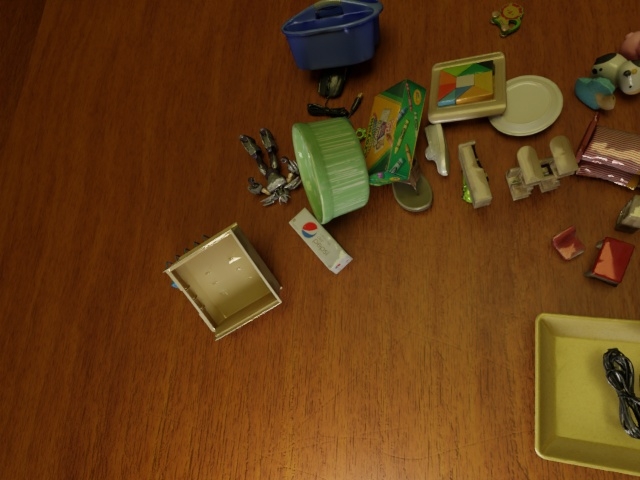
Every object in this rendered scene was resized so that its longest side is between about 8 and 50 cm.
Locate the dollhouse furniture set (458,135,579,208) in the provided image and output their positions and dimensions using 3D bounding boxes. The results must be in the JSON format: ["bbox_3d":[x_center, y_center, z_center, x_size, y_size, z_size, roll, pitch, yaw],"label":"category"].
[{"bbox_3d":[0.504,-0.201,1.149,0.242,0.212,0.160,-16,80,15],"label":"dollhouse furniture set"}]

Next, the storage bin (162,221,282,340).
[{"bbox_3d":[-0.293,0.124,1.328,0.261,0.123,0.262,-31,104,8],"label":"storage bin"}]

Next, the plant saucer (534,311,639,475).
[{"bbox_3d":[0.675,0.349,1.013,0.333,0.081,0.332,2,75,21],"label":"plant saucer"}]

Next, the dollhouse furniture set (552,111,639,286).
[{"bbox_3d":[0.709,-0.100,1.093,0.202,0.152,0.373,22,83,24],"label":"dollhouse furniture set"}]

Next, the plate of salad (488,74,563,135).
[{"bbox_3d":[0.591,-0.389,1.276,0.200,0.048,0.199,-8,70,23],"label":"plate of salad"}]

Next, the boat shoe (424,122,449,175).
[{"bbox_3d":[0.347,-0.274,1.325,0.063,0.066,0.184,-14,71,26],"label":"boat shoe"}]

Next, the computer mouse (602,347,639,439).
[{"bbox_3d":[0.764,0.303,0.919,0.273,0.072,0.188,-18,71,27],"label":"computer mouse"}]

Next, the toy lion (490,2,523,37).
[{"bbox_3d":[0.595,-0.700,1.381,0.096,0.034,0.100,-22,68,4],"label":"toy lion"}]

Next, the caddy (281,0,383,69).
[{"bbox_3d":[0.042,-0.702,1.450,0.342,0.179,0.241,0,45,19],"label":"caddy"}]

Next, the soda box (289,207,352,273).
[{"bbox_3d":[0.000,0.000,1.363,0.074,0.069,0.216,-43,66,4],"label":"soda box"}]

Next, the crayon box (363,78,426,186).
[{"bbox_3d":[0.208,-0.310,1.296,0.165,0.081,0.278,-2,74,65],"label":"crayon box"}]

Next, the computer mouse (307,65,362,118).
[{"bbox_3d":[0.068,-0.540,1.502,0.184,0.060,0.261,23,83,25],"label":"computer mouse"}]

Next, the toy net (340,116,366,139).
[{"bbox_3d":[0.046,-0.295,1.452,0.122,0.045,0.232,36,91,2],"label":"toy net"}]

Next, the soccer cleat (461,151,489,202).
[{"bbox_3d":[0.448,-0.196,1.272,0.073,0.060,0.178,1,81,9],"label":"soccer cleat"}]

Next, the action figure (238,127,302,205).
[{"bbox_3d":[-0.172,-0.241,1.482,0.186,0.099,0.284,-27,70,5],"label":"action figure"}]

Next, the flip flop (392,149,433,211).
[{"bbox_3d":[0.261,-0.213,1.326,0.112,0.080,0.276,-15,70,15],"label":"flip flop"}]

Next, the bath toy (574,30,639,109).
[{"bbox_3d":[0.862,-0.509,1.174,0.348,0.129,0.151,-44,65,2],"label":"bath toy"}]

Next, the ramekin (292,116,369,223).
[{"bbox_3d":[0.030,-0.212,1.290,0.148,0.303,0.303,-17,68,-7],"label":"ramekin"}]

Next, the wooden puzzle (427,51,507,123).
[{"bbox_3d":[0.441,-0.469,1.327,0.221,0.044,0.238,-2,61,23],"label":"wooden puzzle"}]

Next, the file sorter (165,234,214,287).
[{"bbox_3d":[-0.407,0.077,1.459,0.170,0.118,0.104,-34,63,7],"label":"file sorter"}]
